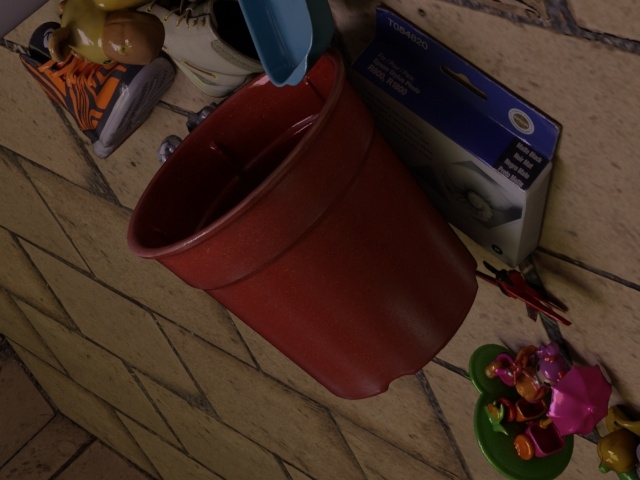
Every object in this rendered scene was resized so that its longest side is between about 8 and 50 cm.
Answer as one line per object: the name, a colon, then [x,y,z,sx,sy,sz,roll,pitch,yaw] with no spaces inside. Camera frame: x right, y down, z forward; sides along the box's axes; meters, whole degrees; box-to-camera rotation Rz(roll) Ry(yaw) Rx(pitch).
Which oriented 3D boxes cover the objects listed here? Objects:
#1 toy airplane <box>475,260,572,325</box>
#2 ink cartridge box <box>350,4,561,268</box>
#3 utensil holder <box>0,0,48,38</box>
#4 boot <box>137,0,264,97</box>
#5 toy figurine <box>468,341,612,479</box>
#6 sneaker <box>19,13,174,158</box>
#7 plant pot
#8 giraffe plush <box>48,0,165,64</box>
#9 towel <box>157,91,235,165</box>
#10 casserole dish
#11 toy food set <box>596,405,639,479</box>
toy airplane: [0.209,0.054,1.587,0.151,0.028,0.151,32,177,2]
ink cartridge box: [0.124,-0.095,1.492,0.223,0.045,0.224,37,158,20]
utensil holder: [-0.462,-0.331,1.682,0.327,0.385,0.327,38,159,18]
boot: [-0.145,-0.250,1.668,0.213,0.077,0.165,43,162,-14]
toy figurine: [0.253,0.167,1.700,0.173,0.130,0.159,66,149,15]
sneaker: [-0.301,-0.213,1.969,0.180,0.124,0.321,46,160,-5]
plant pot: [0.000,0.000,1.505,0.265,0.272,0.272,46,161,-22]
giraffe plush: [-0.204,-0.252,1.555,0.181,0.170,0.210,8,-162,-44]
towel: [-0.064,-0.040,1.809,0.284,0.121,0.235,49,175,-4]
casserole dish: [-0.036,-0.235,1.445,0.114,0.037,0.188,-46,60,56]
toy food set: [0.380,0.277,1.672,0.218,0.071,0.128,42,159,8]
